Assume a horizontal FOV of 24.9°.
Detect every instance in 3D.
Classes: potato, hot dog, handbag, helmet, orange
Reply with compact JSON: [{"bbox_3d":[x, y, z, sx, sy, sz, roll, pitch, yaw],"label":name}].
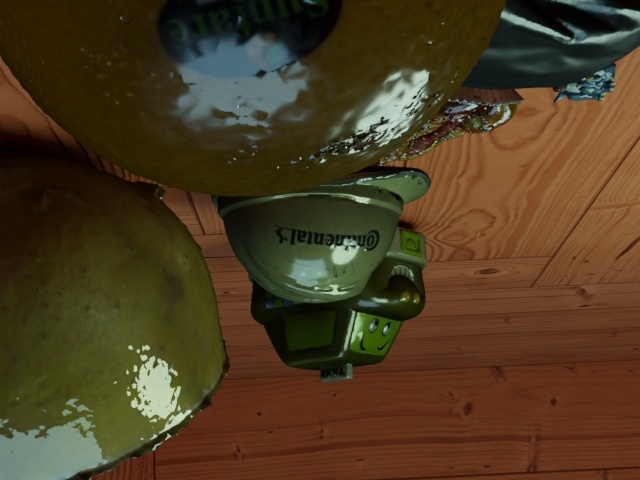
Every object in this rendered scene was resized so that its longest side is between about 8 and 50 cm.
[{"bbox_3d":[-0.338,0.048,1.522,0.442,0.319,0.385,-11,-151,10],"label":"potato"},{"bbox_3d":[0.102,-0.113,1.377,0.108,0.059,0.191,1,165,-37],"label":"hot dog"},{"bbox_3d":[0.096,-0.169,1.078,0.332,0.074,0.192,3,166,-31],"label":"handbag"},{"bbox_3d":[0.004,0.003,1.683,0.258,0.137,0.204,-2,167,-4],"label":"helmet"},{"bbox_3d":[-0.041,-0.157,0.685,0.274,0.274,0.274,-3,167,-1],"label":"orange"}]

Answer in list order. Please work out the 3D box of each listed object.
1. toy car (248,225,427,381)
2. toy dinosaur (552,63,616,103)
[{"bbox_3d":[0.025,0.087,1.921,0.248,0.198,0.204,-13,163,36],"label":"toy car"},{"bbox_3d":[0.238,-0.145,1.313,0.047,0.030,0.083,1,166,-11],"label":"toy dinosaur"}]
